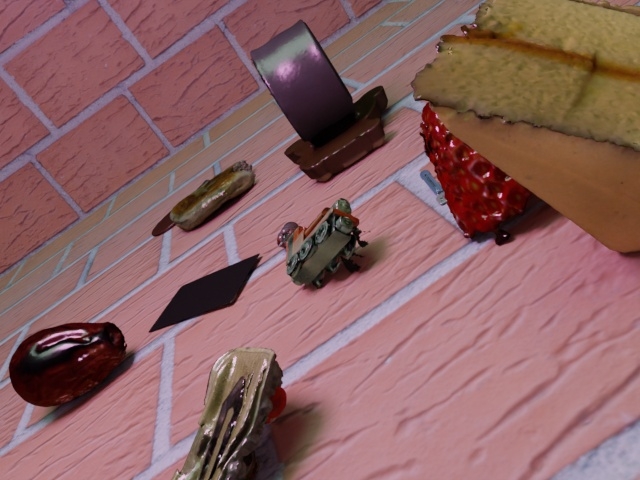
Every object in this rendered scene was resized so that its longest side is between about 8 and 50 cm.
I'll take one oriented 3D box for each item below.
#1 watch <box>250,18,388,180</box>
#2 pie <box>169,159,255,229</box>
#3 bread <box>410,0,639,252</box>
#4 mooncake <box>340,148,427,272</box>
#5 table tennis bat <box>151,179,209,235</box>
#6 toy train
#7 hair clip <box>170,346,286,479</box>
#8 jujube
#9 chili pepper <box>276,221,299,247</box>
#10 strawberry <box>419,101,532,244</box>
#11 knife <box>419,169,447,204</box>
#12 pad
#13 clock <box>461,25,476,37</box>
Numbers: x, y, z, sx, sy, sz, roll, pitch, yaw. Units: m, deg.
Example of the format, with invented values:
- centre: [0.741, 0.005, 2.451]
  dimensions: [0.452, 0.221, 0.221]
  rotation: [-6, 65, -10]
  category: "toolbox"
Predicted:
- centre: [-0.017, -0.360, 1.479]
  dimensions: [0.314, 0.326, 0.335]
  rotation: [-32, 23, 10]
  category: "watch"
- centre: [-0.324, -0.136, 1.810]
  dimensions: [0.303, 0.066, 0.302]
  rotation: [-30, 22, 14]
  category: "pie"
- centre: [0.341, -0.184, 0.650]
  dimensions: [0.242, 0.405, 0.345]
  rotation: [-29, 34, 43]
  category: "bread"
- centre: [0.140, -0.084, 1.074]
  dimensions: [0.347, 0.057, 0.150]
  rotation: [-41, 23, -15]
  category: "mooncake"
- centre: [-0.458, -0.109, 2.007]
  dimensions: [0.154, 0.021, 0.274]
  rotation: [-4, 40, 51]
  category: "table tennis bat"
- centre: [0.000, 0.000, 1.015]
  dimensions: [0.176, 0.074, 0.118]
  rotation: [-50, 27, 39]
  category: "toy train"
- centre: [-0.126, 0.278, 0.705]
  dimensions: [0.138, 0.091, 0.321]
  rotation: [-8, 46, 50]
  category: "hair clip"
- centre: [-0.509, 0.240, 1.228]
  dimensions: [0.237, 0.168, 0.168]
  rotation: [-25, 24, 9]
  category: "jujube"
- centre: [-0.065, -0.011, 1.238]
  dimensions: [0.050, 0.041, 0.153]
  rotation: [-13, 8, 3]
  category: "chili pepper"
- centre: [0.216, -0.130, 0.856]
  dimensions: [0.234, 0.178, 0.234]
  rotation: [-52, 15, 20]
  category: "strawberry"
- centre: [0.195, -0.094, 1.034]
  dimensions: [0.027, 0.010, 0.096]
  rotation: [-29, 43, 2]
  category: "knife"
- centre: [-0.249, 0.115, 1.294]
  dimensions: [0.265, 0.009, 0.159]
  rotation: [-22, 27, 34]
  category: "pad"
- centre: [0.373, -0.399, 1.181]
  dimensions: [0.227, 0.142, 0.241]
  rotation: [-23, 5, -44]
  category: "clock"
